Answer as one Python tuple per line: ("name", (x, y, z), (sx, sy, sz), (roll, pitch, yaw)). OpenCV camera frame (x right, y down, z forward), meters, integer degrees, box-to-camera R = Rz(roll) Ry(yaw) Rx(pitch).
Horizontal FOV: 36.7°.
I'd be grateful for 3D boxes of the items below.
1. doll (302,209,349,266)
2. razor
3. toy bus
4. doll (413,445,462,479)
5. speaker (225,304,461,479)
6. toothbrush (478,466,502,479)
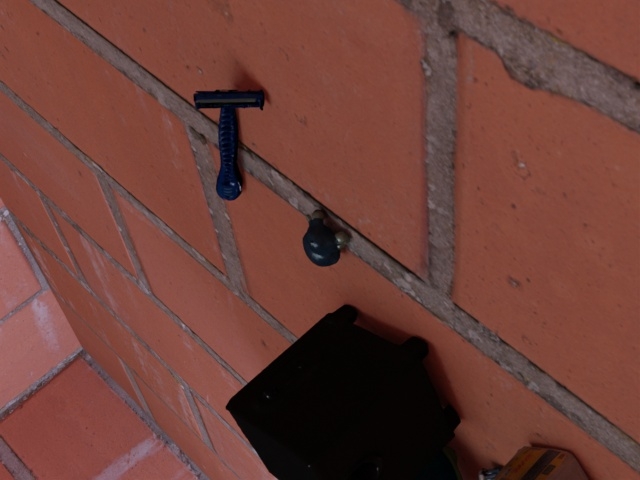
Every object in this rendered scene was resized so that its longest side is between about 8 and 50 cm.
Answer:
("doll", (0.000, 0.000, 1.388), (0.076, 0.050, 0.083), (47, 160, 20))
("razor", (-0.133, -0.146, 1.418), (0.324, 0.093, 0.056), (102, 166, -68))
("toy bus", (0.366, 0.434, 1.315), (0.342, 0.097, 0.138), (55, 151, -9))
("doll", (0.158, 0.431, 1.540), (0.322, 0.186, 0.198), (48, 132, 42))
("speaker", (0.039, 0.259, 1.447), (0.232, 0.254, 0.184), (23, 146, 50))
("toothbrush", (0.355, 0.517, 1.533), (0.040, 0.042, 0.418), (-17, 113, 33))
